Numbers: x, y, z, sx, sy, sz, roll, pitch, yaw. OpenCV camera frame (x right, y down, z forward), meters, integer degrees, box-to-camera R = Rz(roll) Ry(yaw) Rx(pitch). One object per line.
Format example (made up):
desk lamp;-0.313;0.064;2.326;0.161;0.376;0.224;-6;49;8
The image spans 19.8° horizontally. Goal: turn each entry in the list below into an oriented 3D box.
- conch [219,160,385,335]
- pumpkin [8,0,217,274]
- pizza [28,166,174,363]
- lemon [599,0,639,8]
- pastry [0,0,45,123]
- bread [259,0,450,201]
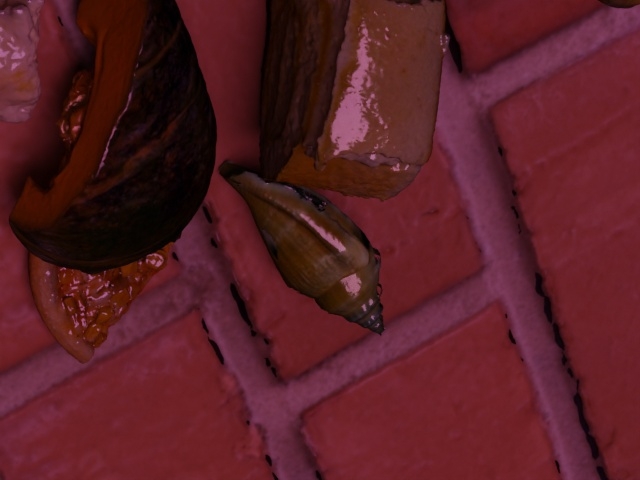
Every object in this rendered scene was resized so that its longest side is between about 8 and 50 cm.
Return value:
conch;-0.001;0.004;1.591;0.201;0.095;0.079;49;55;-33
pumpkin;-0.124;-0.094;1.459;0.163;0.111;0.278;14;95;-39
pizza;-0.184;0.023;1.549;0.131;0.041;0.178;-2;115;-25
lemon;0.239;-0.360;1.395;0.336;0.336;0.336;-10;118;-20
pastry;-0.329;-0.121;1.383;0.258;0.089;0.121;-16;123;-16
bread;0.030;-0.158;1.475;0.124;0.186;0.257;2;105;-21
